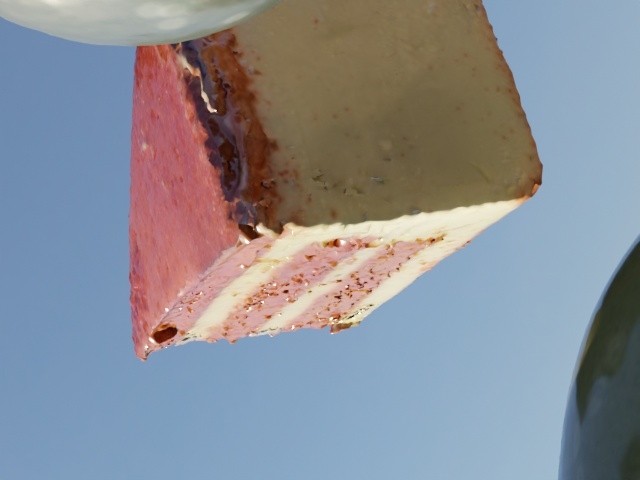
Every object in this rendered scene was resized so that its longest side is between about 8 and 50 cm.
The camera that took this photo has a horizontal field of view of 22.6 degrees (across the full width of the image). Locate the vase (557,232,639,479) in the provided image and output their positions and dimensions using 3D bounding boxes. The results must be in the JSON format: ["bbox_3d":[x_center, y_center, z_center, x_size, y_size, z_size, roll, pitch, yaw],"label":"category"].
[{"bbox_3d":[0.192,0.125,0.507,0.241,0.329,0.302,38,-99,-25],"label":"vase"}]

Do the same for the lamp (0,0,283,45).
[{"bbox_3d":[-0.026,-0.203,0.451,0.314,0.182,0.182,-58,-14,18],"label":"lamp"}]

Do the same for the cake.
[{"bbox_3d":[0.000,0.000,0.775,0.159,0.158,0.262,-116,25,-45],"label":"cake"}]
